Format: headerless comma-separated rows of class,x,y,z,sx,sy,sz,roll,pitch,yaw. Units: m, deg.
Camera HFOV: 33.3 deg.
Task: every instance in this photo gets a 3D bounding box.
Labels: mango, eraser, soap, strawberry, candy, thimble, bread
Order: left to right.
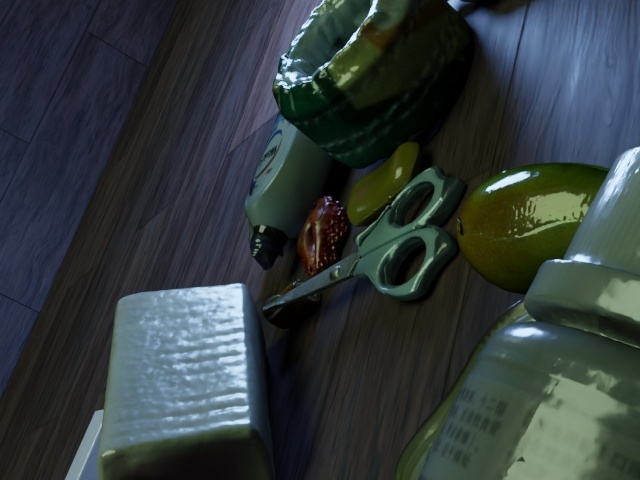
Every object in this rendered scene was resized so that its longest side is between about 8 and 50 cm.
eraser,-0.398,0.438,1.806,0.078,0.076,0.298,-20,44,59
candy,-0.171,0.201,1.369,0.359,0.208,0.145,-99,0,-59
bread,-0.040,0.090,1.476,0.083,0.047,0.036,-43,20,39
strawberry,-0.003,-0.002,1.513,0.104,0.048,0.152,-50,20,35
thimble,0.070,-0.250,1.478,0.254,0.167,0.288,-30,31,37
soap,0.086,-0.072,1.399,0.140,0.045,0.089,-39,29,40
mango,0.209,-0.008,0.953,0.233,0.111,0.125,13,86,56

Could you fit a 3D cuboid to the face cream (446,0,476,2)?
face cream,0.233,-0.395,1.449,0.291,0.071,0.144,-19,45,61

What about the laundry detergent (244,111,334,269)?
laundry detergent,-0.054,-0.079,1.652,0.215,0.105,0.281,-38,32,64

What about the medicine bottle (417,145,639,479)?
medicine bottle,0.198,0.124,0.605,0.306,0.245,0.245,-62,21,-7

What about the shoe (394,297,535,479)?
shoe,0.163,0.150,0.865,0.275,0.103,0.098,-58,21,22

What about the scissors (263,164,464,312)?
scissors,0.039,0.030,1.341,0.360,0.029,0.191,-26,40,41
